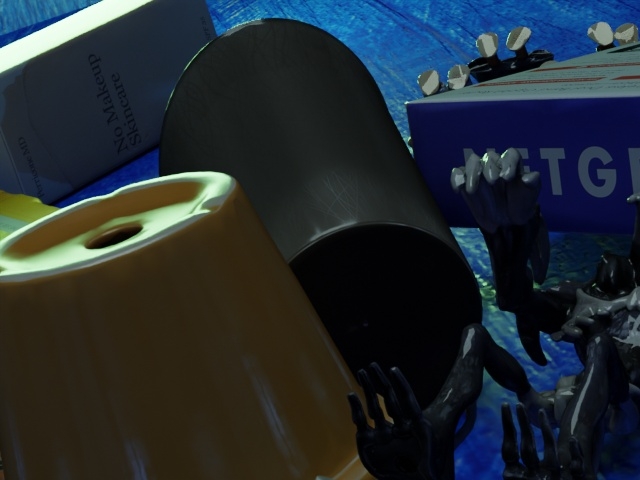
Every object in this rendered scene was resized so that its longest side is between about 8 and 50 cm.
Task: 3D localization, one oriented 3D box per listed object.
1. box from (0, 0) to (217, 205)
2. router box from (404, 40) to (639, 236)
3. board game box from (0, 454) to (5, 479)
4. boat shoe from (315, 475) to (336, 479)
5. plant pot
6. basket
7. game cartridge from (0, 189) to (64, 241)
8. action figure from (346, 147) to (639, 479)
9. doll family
[{"bbox_3d":[-0.244,-0.147,1.844,0.121,0.148,0.311,-2,25,43],"label":"box"},{"bbox_3d":[0.272,-0.077,1.082,0.301,0.082,0.335,-18,13,-36],"label":"router box"},{"bbox_3d":[-0.181,0.120,1.088,0.165,0.042,0.243,-4,22,41],"label":"board game box"},{"bbox_3d":[0.043,0.169,0.671,0.079,0.084,0.233,-57,28,2],"label":"boat shoe"},{"bbox_3d":[-0.071,0.077,0.848,0.205,0.188,0.205,-17,17,5],"label":"plant pot"},{"bbox_3d":[0.000,0.000,1.052,0.154,0.204,0.227,-14,26,-8],"label":"basket"},{"bbox_3d":[-0.345,0.037,1.518,0.285,0.053,0.323,-25,19,-23],"label":"game cartridge"},{"bbox_3d":[0.135,0.033,0.858,0.164,0.141,0.275,9,28,29],"label":"action figure"},{"bbox_3d":[0.158,-0.093,1.313,0.193,0.111,0.076,2,57,23],"label":"doll family"}]
